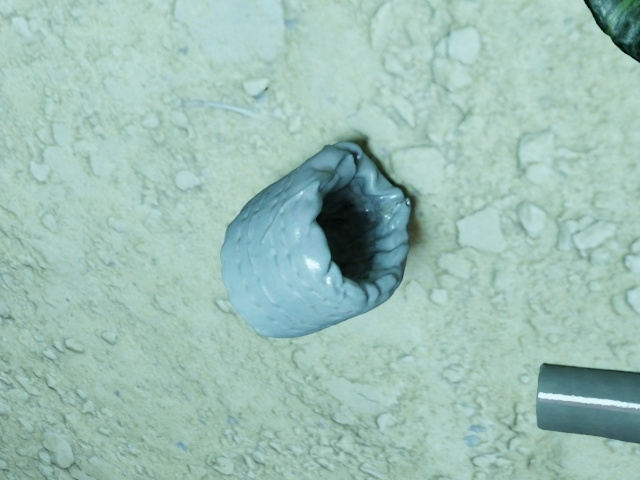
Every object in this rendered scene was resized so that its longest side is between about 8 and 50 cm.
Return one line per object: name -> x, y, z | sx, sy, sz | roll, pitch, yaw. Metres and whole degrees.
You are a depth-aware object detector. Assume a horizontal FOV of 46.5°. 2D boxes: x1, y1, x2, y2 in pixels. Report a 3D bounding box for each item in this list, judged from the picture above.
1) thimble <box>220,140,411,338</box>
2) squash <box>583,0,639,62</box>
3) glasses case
thimble -> 0.000, 0.003, 0.626 | 0.118, 0.151, 0.127 | -25, 120, 41
squash -> 0.226, -0.170, 0.382 | 0.193, 0.156, 0.193 | 53, 170, 13
glasses case -> 0.294, 0.156, 0.676 | 0.191, 0.042, 0.072 | 2, 132, 25
